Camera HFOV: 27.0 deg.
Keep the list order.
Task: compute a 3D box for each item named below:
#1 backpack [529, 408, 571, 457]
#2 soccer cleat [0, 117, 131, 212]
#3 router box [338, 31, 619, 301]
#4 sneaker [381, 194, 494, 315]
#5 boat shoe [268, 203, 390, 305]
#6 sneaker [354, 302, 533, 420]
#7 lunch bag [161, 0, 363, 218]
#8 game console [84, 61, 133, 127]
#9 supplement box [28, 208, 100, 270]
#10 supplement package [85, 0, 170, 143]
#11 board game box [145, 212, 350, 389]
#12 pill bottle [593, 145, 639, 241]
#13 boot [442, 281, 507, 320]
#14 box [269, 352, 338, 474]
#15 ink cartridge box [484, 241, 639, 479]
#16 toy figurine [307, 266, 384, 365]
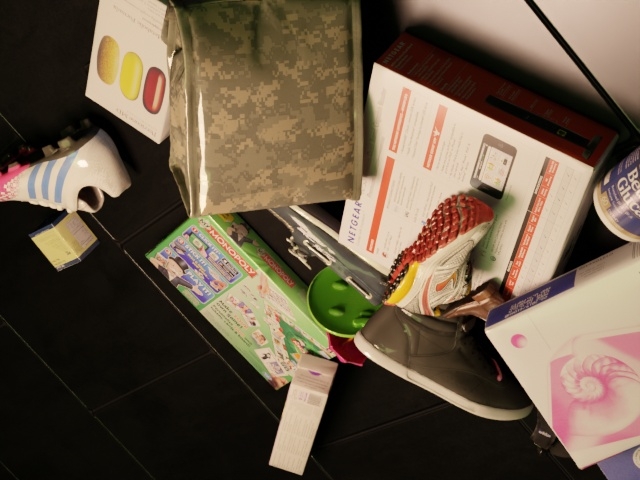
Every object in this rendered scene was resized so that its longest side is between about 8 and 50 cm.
[{"bbox_3d":[0.360,0.210,1.816,0.152,0.115,0.182,-1,125,24],"label":"backpack"},{"bbox_3d":[-0.440,-0.092,2.182,0.331,0.116,0.143,-14,117,45],"label":"soccer cleat"},{"bbox_3d":[0.190,-0.063,1.720,0.301,0.082,0.335,29,140,15],"label":"router box"},{"bbox_3d":[0.165,0.021,1.704,0.093,0.088,0.225,23,143,-11],"label":"sneaker"},{"bbox_3d":[0.000,0.000,1.922,0.254,0.095,0.079,33,106,0],"label":"boat shoe"},{"bbox_3d":[0.208,0.148,1.888,0.296,0.104,0.147,26,107,-18],"label":"sneaker"},{"bbox_3d":[-0.072,-0.192,1.671,0.169,0.235,0.287,-117,24,-53],"label":"lunch bag"},{"bbox_3d":[-0.310,-0.216,1.997,0.071,0.107,0.122,-35,103,22],"label":"game console"},{"bbox_3d":[-0.446,-0.003,2.318,0.083,0.056,0.083,-20,112,48],"label":"supplement box"},{"bbox_3d":[-0.215,-0.277,1.807,0.139,0.134,0.244,33,141,10],"label":"supplement package"},{"bbox_3d":[-0.117,0.089,2.145,0.317,0.046,0.213,47,140,-7],"label":"board game box"},{"bbox_3d":[0.399,-0.075,1.529,0.094,0.094,0.169,42,141,-1],"label":"pill bottle"},{"bbox_3d":[0.229,0.114,1.766,0.114,0.037,0.106,44,144,-11],"label":"boot"},{"bbox_3d":[-0.031,0.293,2.210,0.067,0.063,0.324,18,146,3],"label":"box"},{"bbox_3d":[0.427,0.159,1.662,0.324,0.071,0.330,-29,105,26],"label":"ink cartridge box"},{"bbox_3d":[0.070,0.126,2.004,0.173,0.130,0.159,4,148,5],"label":"toy figurine"}]
